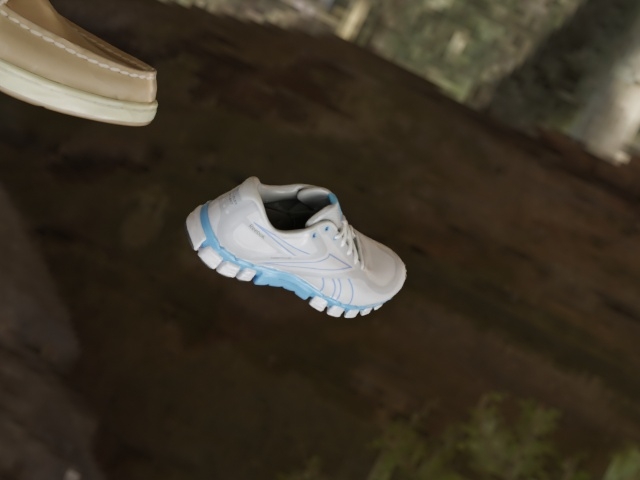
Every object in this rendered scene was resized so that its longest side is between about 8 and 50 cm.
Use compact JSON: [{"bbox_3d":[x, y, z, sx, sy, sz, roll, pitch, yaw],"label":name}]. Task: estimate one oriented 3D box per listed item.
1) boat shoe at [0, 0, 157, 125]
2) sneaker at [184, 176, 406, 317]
[{"bbox_3d":[-0.227,-0.166,1.197,0.302,0.098,0.109,27,-174,-4],"label":"boat shoe"},{"bbox_3d":[0.000,0.000,1.415,0.190,0.083,0.071,15,-133,-39],"label":"sneaker"}]
